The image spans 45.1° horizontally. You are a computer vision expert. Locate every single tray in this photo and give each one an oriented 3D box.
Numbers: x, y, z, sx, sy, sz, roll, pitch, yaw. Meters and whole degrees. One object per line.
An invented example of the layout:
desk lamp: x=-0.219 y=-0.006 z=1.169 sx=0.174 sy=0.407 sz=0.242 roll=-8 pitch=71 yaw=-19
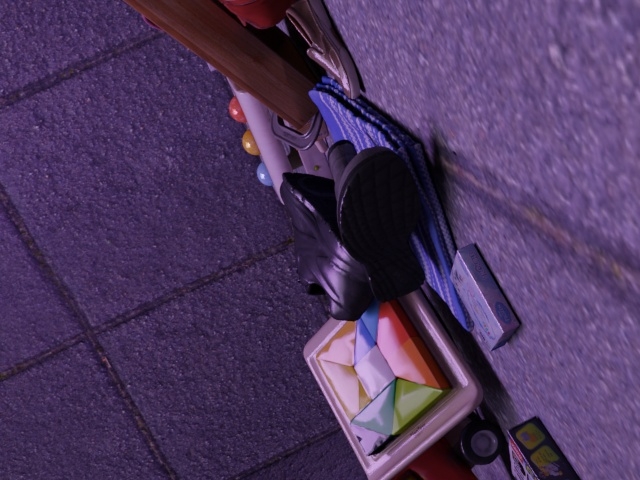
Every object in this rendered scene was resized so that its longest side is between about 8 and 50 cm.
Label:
tray: x=-0.175 y=-0.324 z=1.048 sx=0.411 sy=0.076 sz=0.203 roll=31 pitch=-158 yaw=-40

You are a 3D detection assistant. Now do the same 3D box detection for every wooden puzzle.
wooden puzzle: x=0.077 y=0.168 z=0.998 sx=0.044 sy=0.221 sz=0.239 roll=7 pitch=-136 yaw=-42

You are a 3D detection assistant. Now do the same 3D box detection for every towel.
towel: x=0.080 y=-0.059 z=0.949 sx=0.243 sy=0.040 sz=0.336 roll=66 pitch=175 yaw=-28

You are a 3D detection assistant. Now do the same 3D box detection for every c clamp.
c clamp: x=-0.035 y=-0.213 z=1.183 sx=0.022 sy=0.137 sz=0.160 roll=13 pitch=-161 yaw=-38

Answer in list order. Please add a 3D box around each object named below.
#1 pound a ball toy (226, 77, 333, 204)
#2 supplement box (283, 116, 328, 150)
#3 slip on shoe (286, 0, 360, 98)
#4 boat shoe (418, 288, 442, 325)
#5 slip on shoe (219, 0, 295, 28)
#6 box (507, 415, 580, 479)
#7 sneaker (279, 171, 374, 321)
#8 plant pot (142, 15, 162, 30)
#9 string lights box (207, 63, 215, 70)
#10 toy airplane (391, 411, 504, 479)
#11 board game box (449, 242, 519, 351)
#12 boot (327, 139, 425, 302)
pound a ball toy: x=-0.079 y=-0.200 z=1.427 sx=0.208 sy=0.135 sz=0.319 roll=-120 pitch=6 yaw=-48
supplement box: x=-0.028 y=-0.202 z=1.279 sx=0.036 sy=0.062 sz=0.098 roll=62 pitch=176 yaw=34
slip on shoe: x=0.004 y=-0.223 z=0.904 sx=0.051 sy=0.041 sz=0.135 roll=136 pitch=109 yaw=-85
boat shoe: x=0.129 y=0.113 z=1.126 sx=0.066 sy=0.066 sz=0.183 roll=70 pitch=173 yaw=-54
slip on shoe: x=-0.070 y=-0.308 z=0.917 sx=0.101 sy=0.123 sz=0.331 roll=51 pitch=-177 yaw=-17
box: x=0.259 y=0.292 z=0.775 sx=0.114 sy=0.036 sz=0.207 roll=70 pitch=173 yaw=-49
sneaker: x=0.000 y=0.000 z=1.049 sx=0.286 sy=0.109 sz=0.130 roll=-120 pitch=44 yaw=-55
plant pot: x=-0.270 y=-0.541 z=1.551 sx=0.201 sy=0.201 sz=0.180 roll=95 pitch=165 yaw=-81
string lights box: x=-0.199 y=-0.459 z=1.406 sx=0.077 sy=0.133 sz=0.260 roll=166 pitch=80 yaw=-85
toy airplane: x=0.182 y=0.455 z=1.070 sx=0.384 sy=0.272 sz=0.386 roll=-120 pitch=7 yaw=-46
board game box: x=0.159 y=0.058 z=0.760 sx=0.090 sy=0.020 sz=0.090 roll=75 pitch=169 yaw=-71
boot: x=0.040 y=-0.051 z=0.825 sx=0.247 sy=0.083 sz=0.161 roll=72 pitch=174 yaw=-56
